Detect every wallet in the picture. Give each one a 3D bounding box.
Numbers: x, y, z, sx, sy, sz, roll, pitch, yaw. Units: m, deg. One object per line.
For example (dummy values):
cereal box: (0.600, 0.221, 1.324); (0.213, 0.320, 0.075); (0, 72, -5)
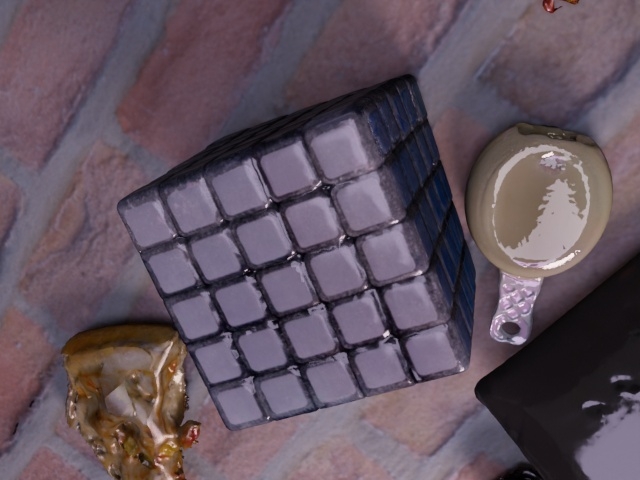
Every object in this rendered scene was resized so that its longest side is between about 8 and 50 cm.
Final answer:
wallet: (0.341, 0.105, 0.680); (0.377, 0.051, 0.197); (-45, 69, 18)

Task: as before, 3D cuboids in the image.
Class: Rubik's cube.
Rubik's cube: (0.000, 0.000, 0.677); (0.238, 0.237, 0.237); (-18, 103, 20)

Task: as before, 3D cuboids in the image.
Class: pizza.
pizza: (-0.238, 0.243, 0.922); (0.189, 0.071, 0.297); (3, 110, 14)

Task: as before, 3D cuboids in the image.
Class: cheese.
cheese: (0.205, 0.001, 0.717); (0.137, 0.064, 0.228); (11, 113, 13)

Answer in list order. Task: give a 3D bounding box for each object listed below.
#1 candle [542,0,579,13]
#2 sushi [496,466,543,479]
candle: (0.225, -0.260, 0.623); (0.052, 0.052, 0.131); (23, 114, 7)
sushi: (0.236, 0.316, 0.810); (0.098, 0.084, 0.094); (34, 111, -3)
